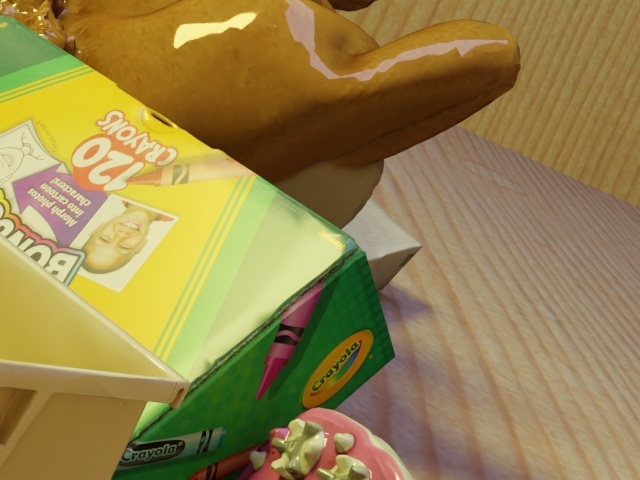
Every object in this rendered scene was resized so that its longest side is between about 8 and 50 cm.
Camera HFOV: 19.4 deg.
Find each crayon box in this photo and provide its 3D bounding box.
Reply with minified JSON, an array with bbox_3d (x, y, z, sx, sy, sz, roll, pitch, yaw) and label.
[{"bbox_3d":[-0.121,0.017,0.868,0.278,0.165,0.081,33,-26,38],"label":"crayon box"}]

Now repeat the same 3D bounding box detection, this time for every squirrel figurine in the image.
[{"bbox_3d":[-0.142,-0.149,1.178,0.397,0.281,0.370,-12,63,-27],"label":"squirrel figurine"}]

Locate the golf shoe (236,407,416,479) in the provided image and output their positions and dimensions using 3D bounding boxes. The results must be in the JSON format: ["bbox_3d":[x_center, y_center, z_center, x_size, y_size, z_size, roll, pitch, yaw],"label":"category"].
[{"bbox_3d":[0.070,0.179,0.699,0.140,0.115,0.306,37,9,-38],"label":"golf shoe"}]

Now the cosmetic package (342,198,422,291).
[{"bbox_3d":[0.000,0.000,1.486,0.099,0.060,0.239,45,15,10],"label":"cosmetic package"}]

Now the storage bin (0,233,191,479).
[{"bbox_3d":[-0.239,0.030,0.680,0.260,0.123,0.262,13,16,-49],"label":"storage bin"}]
